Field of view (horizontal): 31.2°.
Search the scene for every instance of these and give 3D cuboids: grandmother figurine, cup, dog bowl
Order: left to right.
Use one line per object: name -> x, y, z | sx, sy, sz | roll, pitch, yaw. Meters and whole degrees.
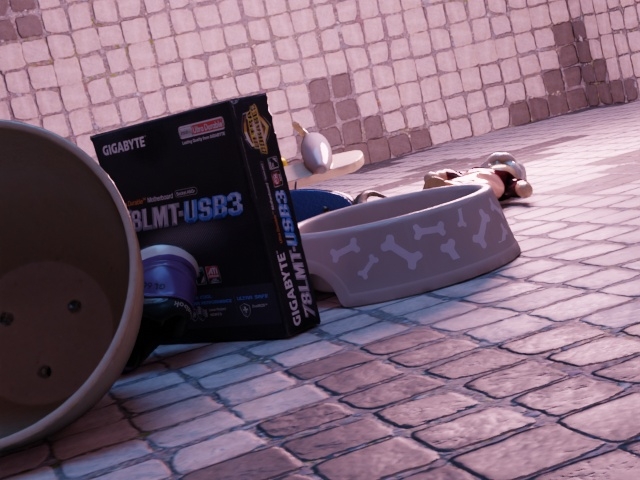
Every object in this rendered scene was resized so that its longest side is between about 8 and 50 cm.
cup -> -0.324, 0.071, 1.192 | 0.331, 0.331, 0.237 | -13, -18, 1
dog bowl -> 0.100, 0.002, 1.612 | 0.348, 0.102, 0.349 | -13, 6, 1
grandmother figurine -> 0.291, -0.096, 2.093 | 0.208, 0.104, 0.342 | 21, 19, 24

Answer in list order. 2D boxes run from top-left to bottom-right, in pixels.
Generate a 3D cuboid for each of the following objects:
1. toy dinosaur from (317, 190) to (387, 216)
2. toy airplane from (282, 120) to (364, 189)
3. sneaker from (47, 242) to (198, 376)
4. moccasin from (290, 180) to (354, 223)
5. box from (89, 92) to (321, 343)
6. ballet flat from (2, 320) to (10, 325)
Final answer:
toy dinosaur -> 0.000, 0.000, 1.896 | 0.313, 0.121, 0.160 | -12, 17, -30
toy airplane -> -0.158, -0.125, 2.412 | 0.386, 0.272, 0.384 | -19, 10, -42
sneaker -> -0.275, 0.115, 1.408 | 0.283, 0.107, 0.124 | -31, 40, 23
moccasin -> -0.085, -0.030, 2.085 | 0.342, 0.138, 0.117 | -10, 3, 20
box -> -0.154, -0.019, 1.463 | 0.295, 0.293, 0.073 | -6, 10, 43
ballet flat -> -0.396, 0.128, 1.602 | 0.250, 0.084, 0.058 | -3, 27, 33
